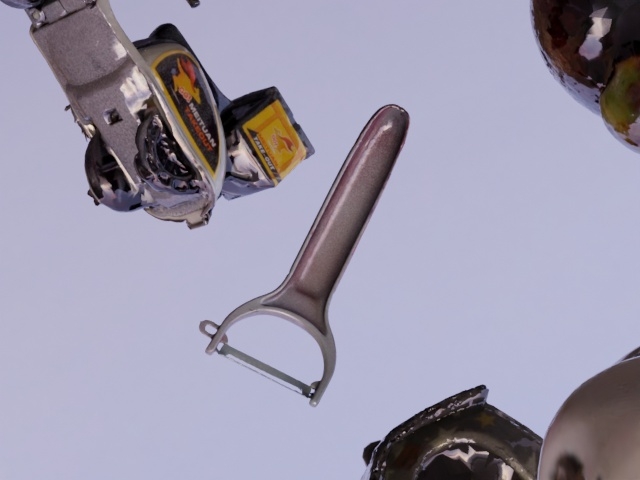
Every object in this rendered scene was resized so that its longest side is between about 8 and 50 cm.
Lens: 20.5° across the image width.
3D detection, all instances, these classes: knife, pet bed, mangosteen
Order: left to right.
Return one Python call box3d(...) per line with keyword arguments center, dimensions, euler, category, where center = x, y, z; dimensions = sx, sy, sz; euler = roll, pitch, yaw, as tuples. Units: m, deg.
box3d(center=(0.000, 0.000, 1.563), dimensions=(0.278, 0.123, 0.053), euler=(-63, -175, -17), category="knife")
box3d(center=(0.090, 0.226, 1.452), dimensions=(0.183, 0.159, 0.211), euler=(-52, 170, -25), category="pet bed")
box3d(center=(0.235, -0.137, 1.117), dimensions=(0.194, 0.194, 0.230), euler=(-22, -134, 12), category="mangosteen")

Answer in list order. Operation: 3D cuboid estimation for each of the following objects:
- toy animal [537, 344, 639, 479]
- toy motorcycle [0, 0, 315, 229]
box3d(center=(0.197, 0.150, 0.902), dimensions=(0.213, 0.212, 0.267), euler=(-17, -177, 24), category="toy animal")
box3d(center=(-0.126, -0.130, 1.215), dimensions=(0.091, 0.263, 0.157), euler=(-14, -158, 46), category="toy motorcycle")
